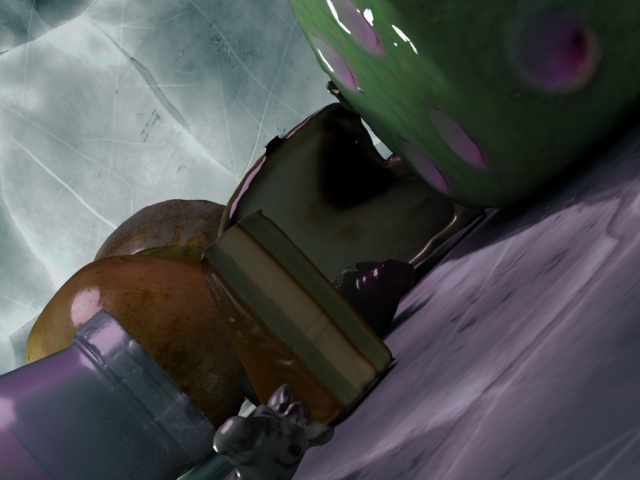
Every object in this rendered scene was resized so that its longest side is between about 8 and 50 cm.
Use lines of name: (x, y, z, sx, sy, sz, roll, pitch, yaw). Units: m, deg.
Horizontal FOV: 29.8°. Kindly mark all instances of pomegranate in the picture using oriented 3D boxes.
pomegranate: (-0.231, 0.165, 1.539, 0.319, 0.319, 0.319, -43, 1, 1)

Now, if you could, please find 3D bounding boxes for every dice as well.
dice: (0.175, -0.241, 1.147, 0.318, 0.330, 0.322, -42, -1, -10)

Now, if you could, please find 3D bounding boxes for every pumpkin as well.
pumpkin: (-0.191, 0.119, 1.779, 0.332, 0.332, 0.199, -43, 14, 7)

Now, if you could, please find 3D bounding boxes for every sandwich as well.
sandwich: (-0.038, 0.073, 0.954, 0.079, 0.163, 0.113, -43, -1, -36)

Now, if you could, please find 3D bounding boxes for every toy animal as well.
toy animal: (-0.103, 0.197, 0.704, 0.255, 0.090, 0.170, -40, -2, 39)

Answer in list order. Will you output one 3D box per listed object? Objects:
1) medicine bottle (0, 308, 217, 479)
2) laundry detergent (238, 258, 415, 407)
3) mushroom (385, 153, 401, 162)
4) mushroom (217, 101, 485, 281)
medicine bottle: (-0.270, 0.238, 1.253, 0.290, 0.245, 0.245, -42, 0, -15)
laundry detergent: (0.013, 0.086, 1.167, 0.222, 0.078, 0.144, -39, 5, 48)
mushroom: (0.157, -0.092, 1.923, 0.397, 0.126, 0.177, -47, -6, -27)
mushroom: (0.015, -0.018, 1.372, 0.292, 0.217, 0.212, -44, -3, 7)
